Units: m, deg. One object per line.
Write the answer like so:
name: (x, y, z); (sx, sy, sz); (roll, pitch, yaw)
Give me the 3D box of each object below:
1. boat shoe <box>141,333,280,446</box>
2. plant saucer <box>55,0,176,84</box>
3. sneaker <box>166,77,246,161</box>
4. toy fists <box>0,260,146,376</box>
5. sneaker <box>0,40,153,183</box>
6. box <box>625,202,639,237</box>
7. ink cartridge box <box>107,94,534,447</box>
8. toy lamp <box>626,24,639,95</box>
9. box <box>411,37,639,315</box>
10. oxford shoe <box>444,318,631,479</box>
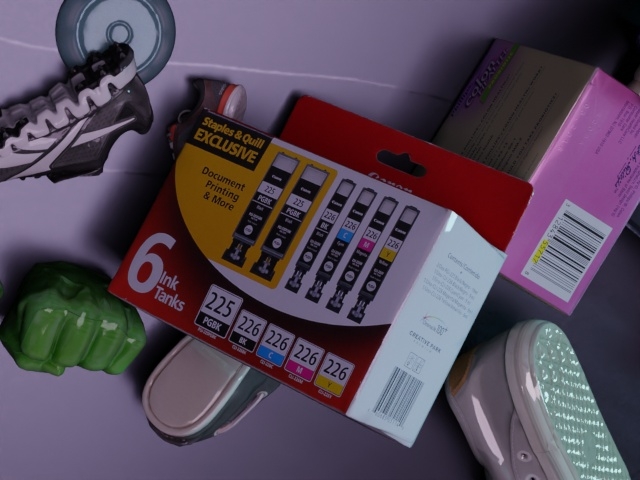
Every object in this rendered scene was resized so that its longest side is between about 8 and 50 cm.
boat shoe: (-0.049, 0.075, 1.907); (0.112, 0.095, 0.335); (43, 83, 17)
plant saucer: (-0.198, -0.203, 1.833); (0.119, 0.021, 0.119); (-3, 101, -15)
sneaker: (-0.125, -0.089, 1.869); (0.065, 0.061, 0.158); (21, 96, 9)
toy fists: (-0.303, 0.061, 1.794); (0.279, 0.142, 0.096); (18, 96, -18)
sneaker: (-0.260, -0.090, 1.808); (0.234, 0.078, 0.106); (-31, 122, 0)
box: (0.439, -0.030, 1.956); (0.220, 0.051, 0.175); (42, 107, 11)
ink cartridge box: (0.000, 0.000, 1.744); (0.130, 0.309, 0.272); (34, 82, -54)
toy lamp: (0.293, -0.093, 1.964); (0.080, 0.080, 0.274); (29, 91, -19)
box: (0.209, -0.069, 1.856); (0.117, 0.243, 0.213); (31, 91, -23)
oxford shoe: (0.250, 0.279, 2.010); (0.130, 0.169, 0.449); (-10, 118, 29)
